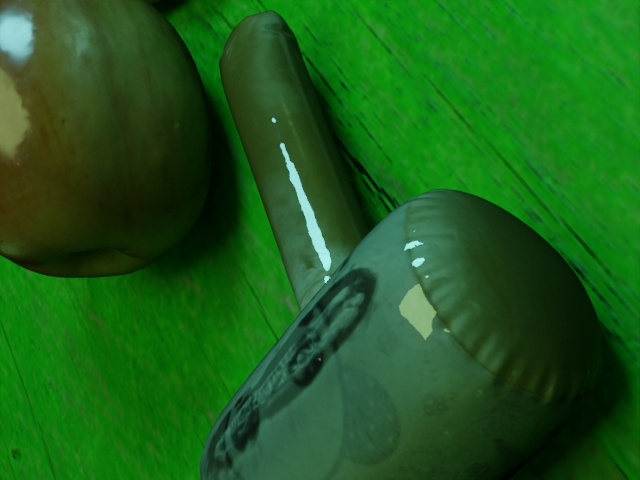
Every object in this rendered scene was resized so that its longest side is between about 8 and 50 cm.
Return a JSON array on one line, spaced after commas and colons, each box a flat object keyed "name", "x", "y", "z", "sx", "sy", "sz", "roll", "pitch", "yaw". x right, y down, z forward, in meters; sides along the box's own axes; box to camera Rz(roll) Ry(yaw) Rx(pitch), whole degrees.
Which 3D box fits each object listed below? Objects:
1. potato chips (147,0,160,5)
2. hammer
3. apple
[{"name": "potato chips", "x": -0.163, "y": -0.332, "z": 0.788, "sx": 0.389, "sy": 0.097, "sz": 0.373, "roll": -19, "pitch": 85, "yaw": 45}, {"name": "hammer", "x": 0.000, "y": 0.000, "z": 0.544, "sx": 0.202, "sy": 0.113, "sz": 0.306, "roll": -48, "pitch": 44, "yaw": 30}, {"name": "apple", "x": -0.149, "y": -0.064, "z": 0.681, "sx": 0.199, "sy": 0.199, "sz": 0.199, "roll": -12, "pitch": 74, "yaw": 48}]
